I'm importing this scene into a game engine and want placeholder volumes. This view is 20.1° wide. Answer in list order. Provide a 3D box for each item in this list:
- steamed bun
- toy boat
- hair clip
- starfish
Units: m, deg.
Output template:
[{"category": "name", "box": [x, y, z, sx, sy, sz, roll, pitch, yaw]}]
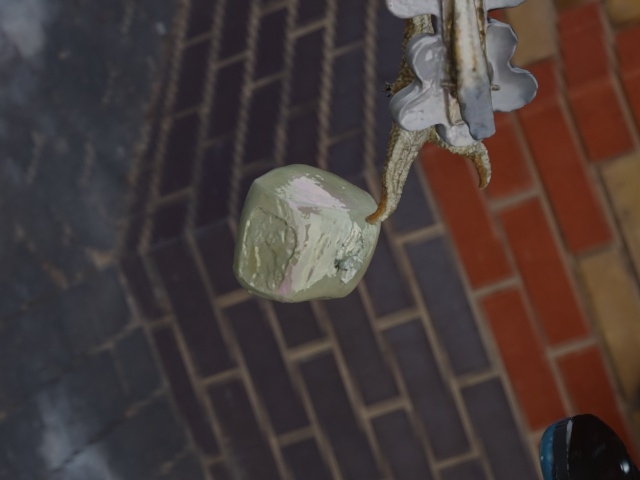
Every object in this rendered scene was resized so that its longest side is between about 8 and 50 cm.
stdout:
[{"category": "steamed bun", "box": [0.000, 0.000, 2.259, 0.238, 0.152, 0.170, -6, 114, -64]}, {"category": "toy boat", "box": [0.236, 0.297, 1.514, 0.134, 0.092, 0.299, 12, 54, -47]}, {"category": "hair clip", "box": [0.128, -0.188, 1.654, 0.075, 0.146, 0.257, -105, -174, -58]}, {"category": "starfish", "box": [0.128, -0.178, 1.956, 0.293, 0.084, 0.301, -10, 100, -60]}]
